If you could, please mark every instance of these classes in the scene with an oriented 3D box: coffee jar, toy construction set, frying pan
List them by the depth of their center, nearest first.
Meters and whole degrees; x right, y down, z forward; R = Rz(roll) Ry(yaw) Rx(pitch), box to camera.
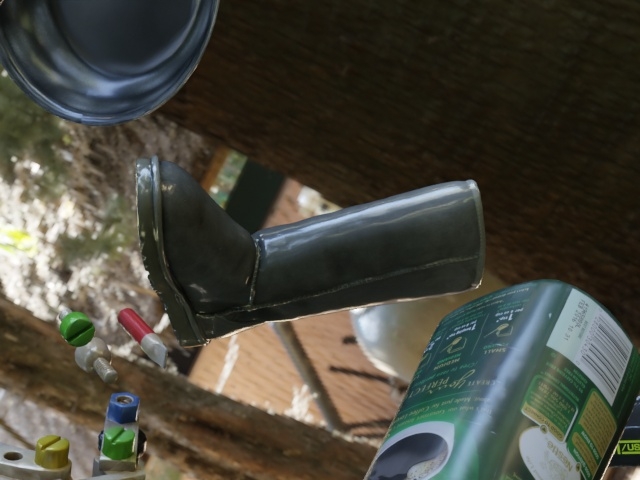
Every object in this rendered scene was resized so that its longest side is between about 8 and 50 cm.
[{"bbox_3d":[0.062,0.103,0.396,0.096,0.079,0.184,-28,18,45],"label":"coffee jar"},{"bbox_3d":[-0.163,-0.236,0.651,0.197,0.326,0.053,-17,0,27],"label":"frying pan"},{"bbox_3d":[-0.258,0.238,1.070,0.237,0.257,0.309,28,88,56],"label":"toy construction set"}]

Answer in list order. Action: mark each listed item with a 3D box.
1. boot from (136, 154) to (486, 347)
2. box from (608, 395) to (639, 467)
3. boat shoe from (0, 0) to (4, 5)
[{"bbox_3d":[0.000,-0.003,0.619,0.190,0.208,0.076,78,-175,-61],"label":"boot"},{"bbox_3d":[0.288,0.189,0.988,0.190,0.184,0.045,-2,-97,-61],"label":"box"},{"bbox_3d":[-0.198,-0.007,0.330,0.113,0.127,0.340,8,-59,-51],"label":"boat shoe"}]
